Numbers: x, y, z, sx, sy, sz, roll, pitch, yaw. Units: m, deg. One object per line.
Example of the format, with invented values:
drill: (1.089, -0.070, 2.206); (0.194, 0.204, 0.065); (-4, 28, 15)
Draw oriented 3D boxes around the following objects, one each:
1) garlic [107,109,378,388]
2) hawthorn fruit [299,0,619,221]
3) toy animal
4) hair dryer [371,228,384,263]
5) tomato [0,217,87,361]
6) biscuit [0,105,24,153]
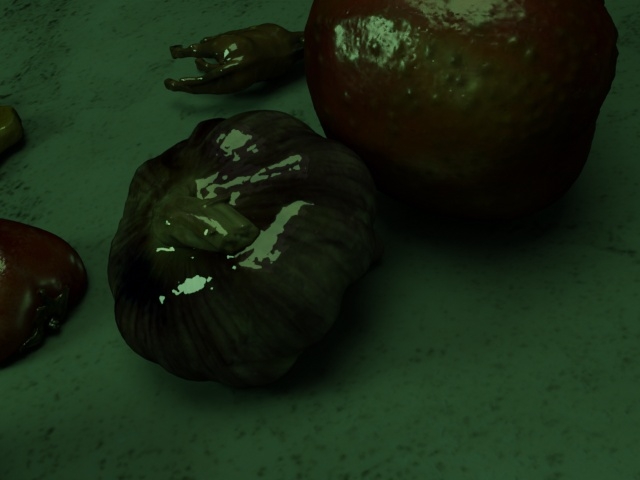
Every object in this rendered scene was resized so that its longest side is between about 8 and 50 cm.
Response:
garlic: (-0.077, -0.002, 0.760); (0.245, 0.160, 0.245); (-17, 58, 29)
hawthorn fruit: (0.110, -0.155, 0.831); (0.299, 0.275, 0.275); (13, 47, 25)
toy animal: (-0.044, -0.225, 1.105); (0.229, 0.066, 0.224); (-1, 22, 27)
hair dryer: (0.000, 0.000, 0.860); (0.063, 0.037, 0.114); (-32, 37, -21)
tomato: (-0.298, 0.034, 0.851); (0.139, 0.091, 0.159); (18, 52, 32)
biscuit: (-0.466, -0.113, 1.100); (0.249, 0.035, 0.184); (6, 44, 21)
